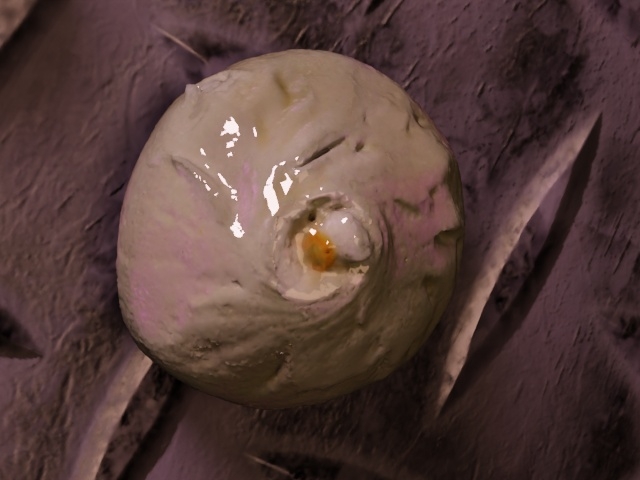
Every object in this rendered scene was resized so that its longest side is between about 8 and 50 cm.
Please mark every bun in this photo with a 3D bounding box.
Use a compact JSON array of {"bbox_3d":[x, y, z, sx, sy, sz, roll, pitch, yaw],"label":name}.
[{"bbox_3d":[0.000,0.000,1.019,0.283,0.179,0.283,-8,105,-31],"label":"bun"}]
